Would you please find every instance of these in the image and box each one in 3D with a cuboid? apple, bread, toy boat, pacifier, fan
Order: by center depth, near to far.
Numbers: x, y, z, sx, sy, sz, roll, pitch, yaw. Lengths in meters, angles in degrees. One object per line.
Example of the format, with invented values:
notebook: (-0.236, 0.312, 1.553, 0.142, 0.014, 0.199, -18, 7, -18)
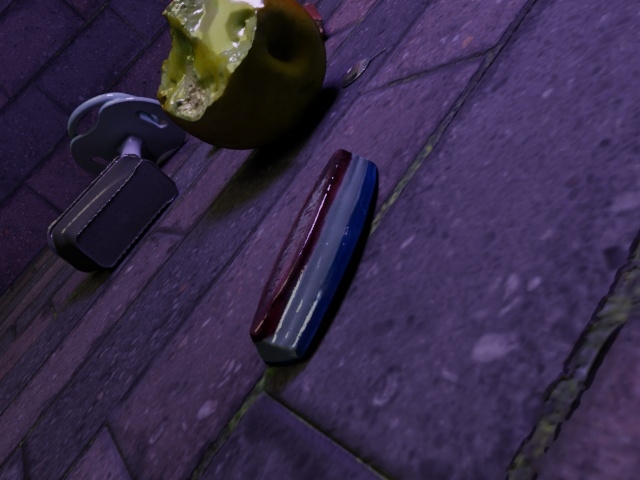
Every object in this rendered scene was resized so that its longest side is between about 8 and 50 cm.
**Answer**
toy boat: (0.000, 0.000, 0.515, 0.080, 0.046, 0.229, -24, 34, 49)
fan: (0.056, -0.244, 0.854, 0.080, 0.003, 0.060, -8, 45, 56)
apple: (-0.115, -0.255, 0.868, 0.246, 0.246, 0.226, -54, 32, -15)
bread: (-0.043, -0.435, 1.252, 0.119, 0.067, 0.192, -41, 24, 14)
pacifier: (-0.520, -0.231, 1.585, 0.343, 0.288, 0.269, -37, 51, 32)

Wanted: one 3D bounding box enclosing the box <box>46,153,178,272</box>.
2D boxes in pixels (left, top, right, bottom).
box: (-0.430, -0.056, 1.245, 0.274, 0.138, 0.178, -54, 28, -14)
